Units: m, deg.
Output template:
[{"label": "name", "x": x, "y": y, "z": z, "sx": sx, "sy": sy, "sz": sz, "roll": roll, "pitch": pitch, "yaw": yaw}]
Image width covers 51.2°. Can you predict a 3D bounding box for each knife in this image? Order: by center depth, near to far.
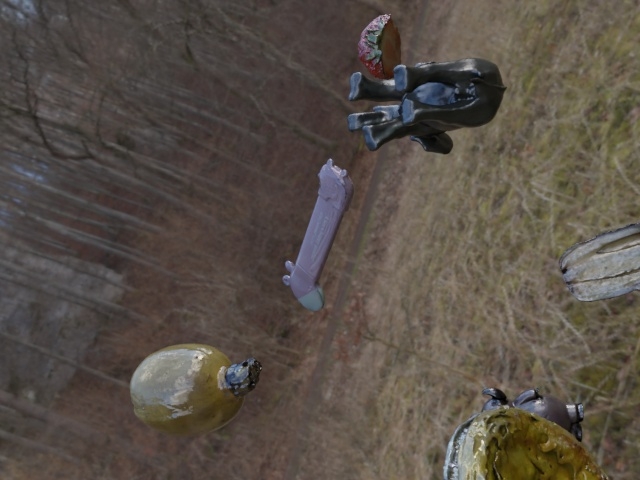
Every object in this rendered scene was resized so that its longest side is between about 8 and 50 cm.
[{"label": "knife", "x": 0.001, "y": 0.000, "z": 1.430, "sx": 0.038, "sy": 0.132, "sz": 0.398, "roll": -34, "pitch": -27, "yaw": -40}]

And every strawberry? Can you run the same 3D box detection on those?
[{"label": "strawberry", "x": 0.145, "y": -0.456, "z": 1.586, "sx": 0.187, "sy": 0.082, "sz": 0.146, "roll": 12, "pitch": -85, "yaw": -64}]

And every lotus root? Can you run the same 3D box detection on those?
[{"label": "lotus root", "x": -0.236, "y": 0.286, "z": 1.298, "sx": 0.183, "sy": 0.310, "sz": 0.182, "roll": 30, "pitch": -127, "yaw": -51}, {"label": "lotus root", "x": 0.761, "y": 0.047, "z": 1.650, "sx": 0.078, "sy": 0.330, "sz": 0.167, "roll": 29, "pitch": -133, "yaw": -73}]

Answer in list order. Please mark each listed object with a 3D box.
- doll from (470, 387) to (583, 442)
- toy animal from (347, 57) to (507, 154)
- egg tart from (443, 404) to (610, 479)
[{"label": "doll", "x": 0.492, "y": 0.437, "z": 1.601, "sx": 0.117, "sy": 0.258, "sz": 0.181, "roll": -76, "pitch": -16, "yaw": -74}, {"label": "toy animal", "x": 0.117, "y": -0.152, "z": 0.792, "sx": 0.245, "sy": 0.146, "sz": 0.114, "roll": 23, "pitch": 121, "yaw": 62}, {"label": "egg tart", "x": 0.215, "y": 0.284, "z": 0.677, "sx": 0.094, "sy": 0.234, "sz": 0.234, "roll": -51, "pitch": 13, "yaw": 39}]
